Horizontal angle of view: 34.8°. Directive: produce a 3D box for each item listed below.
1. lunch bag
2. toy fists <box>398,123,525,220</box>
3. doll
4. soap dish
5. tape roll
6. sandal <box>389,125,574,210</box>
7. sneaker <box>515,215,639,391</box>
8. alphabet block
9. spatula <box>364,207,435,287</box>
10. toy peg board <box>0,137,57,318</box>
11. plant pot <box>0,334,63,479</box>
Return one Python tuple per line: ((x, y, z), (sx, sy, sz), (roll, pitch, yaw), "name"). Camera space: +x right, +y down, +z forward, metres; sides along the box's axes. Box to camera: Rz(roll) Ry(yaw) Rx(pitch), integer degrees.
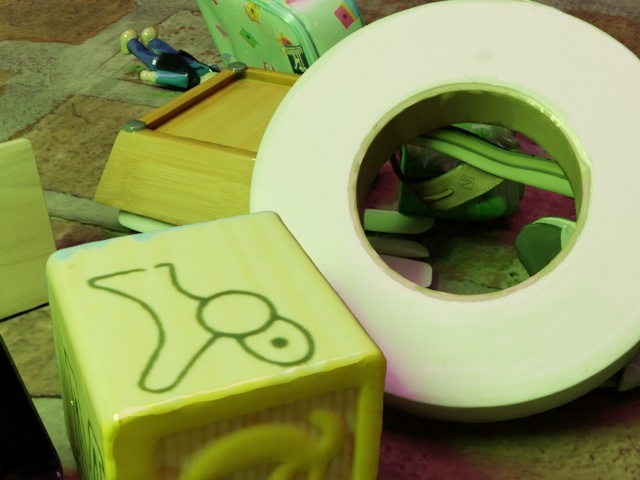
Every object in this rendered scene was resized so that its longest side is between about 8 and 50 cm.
((-0.043, -0.255, 1.316), (0.108, 0.224, 0.279), (-36, 46, -17), "lunch bag")
((0.168, -0.112, 1.208), (0.142, 0.096, 0.279), (7, 30, 1), "toy fists")
((-0.204, -0.245, 1.446), (0.189, 0.046, 0.129), (33, 34, 30), "doll")
((-0.075, -0.099, 1.139), (0.229, 0.118, 0.291), (14, 32, 22), "soap dish")
((0.131, -0.036, 0.908), (0.392, 0.072, 0.392), (-3, 68, 8), "tape roll")
((0.147, -0.065, 1.032), (0.303, 0.086, 0.120), (19, 11, 15), "sandal")
((0.228, 0.059, 0.954), (0.132, 0.086, 0.229), (-19, 38, -25), "sneaker")
((-0.081, 0.117, 0.743), (0.192, 0.193, 0.197), (-12, 35, -19), "alphabet block")
((0.000, 0.000, 1.095), (0.242, 0.019, 0.168), (6, 33, 5), "spatula")
((-0.346, -0.004, 0.966), (0.161, 0.160, 0.079), (-21, 23, -32), "toy peg board")
((-0.281, 0.174, 0.670), (0.167, 0.187, 0.188), (-16, 34, -3), "plant pot")
